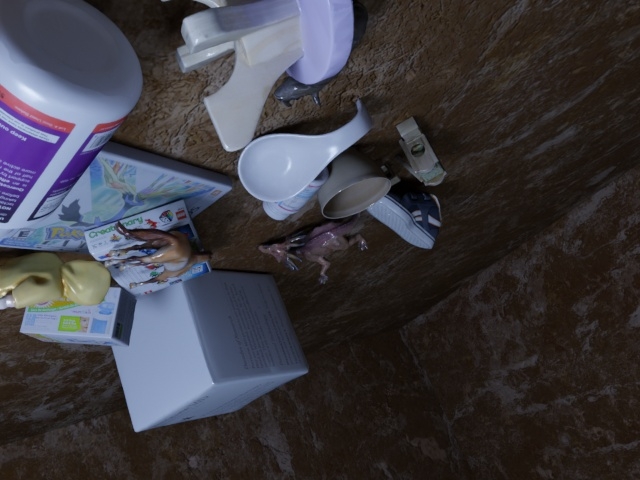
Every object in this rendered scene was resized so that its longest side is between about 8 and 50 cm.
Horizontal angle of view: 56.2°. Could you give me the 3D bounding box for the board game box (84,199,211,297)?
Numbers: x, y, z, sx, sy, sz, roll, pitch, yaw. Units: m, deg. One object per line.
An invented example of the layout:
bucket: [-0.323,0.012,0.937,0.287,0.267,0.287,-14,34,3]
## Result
board game box: [-0.345,0.028,1.254,0.193,0.053,0.305,-19,160,-10]

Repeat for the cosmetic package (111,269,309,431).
cosmetic package: [-0.313,0.298,1.681,0.329,0.327,0.394,-34,157,27]

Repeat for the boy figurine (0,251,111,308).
boy figurine: [-0.539,0.075,1.108,0.285,0.177,0.092,0,113,-22]

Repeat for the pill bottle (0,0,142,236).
pill bottle: [-0.367,-0.135,0.725,0.323,0.181,0.182,-37,156,34]

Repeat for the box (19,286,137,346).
box: [-0.524,0.163,1.308,0.203,0.114,0.103,2,160,5]

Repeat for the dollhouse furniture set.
dollhouse furniture set: [0.184,-0.170,1.370,0.161,0.101,0.182,-29,160,15]

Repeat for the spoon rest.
spoon rest: [-0.027,-0.170,1.131,0.277,0.084,0.137,-30,117,6]

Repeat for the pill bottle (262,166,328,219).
pill bottle: [-0.058,-0.112,1.268,0.087,0.087,0.160,-7,155,-39]

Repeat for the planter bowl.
planter bowl: [0.058,-0.135,1.307,0.162,0.109,0.162,-21,159,-8]

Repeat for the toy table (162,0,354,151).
toy table: [-0.086,-0.249,0.693,0.161,0.252,0.274,-25,-178,-11]

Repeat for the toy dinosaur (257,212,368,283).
toy dinosaur: [0.000,0.000,1.584,0.296,0.127,0.200,-36,151,17]

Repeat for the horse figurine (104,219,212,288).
horse figurine: [-0.300,0.028,1.127,0.175,0.066,0.263,-14,161,-7]

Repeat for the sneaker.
sneaker: [0.227,-0.091,1.609,0.321,0.126,0.127,34,77,-52]

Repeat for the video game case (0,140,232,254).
video game case: [-0.376,-0.060,1.122,0.300,0.036,0.329,-33,158,24]

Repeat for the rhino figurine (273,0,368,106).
rhino figurine: [-0.007,-0.279,0.922,0.106,0.073,0.243,-9,157,-28]
